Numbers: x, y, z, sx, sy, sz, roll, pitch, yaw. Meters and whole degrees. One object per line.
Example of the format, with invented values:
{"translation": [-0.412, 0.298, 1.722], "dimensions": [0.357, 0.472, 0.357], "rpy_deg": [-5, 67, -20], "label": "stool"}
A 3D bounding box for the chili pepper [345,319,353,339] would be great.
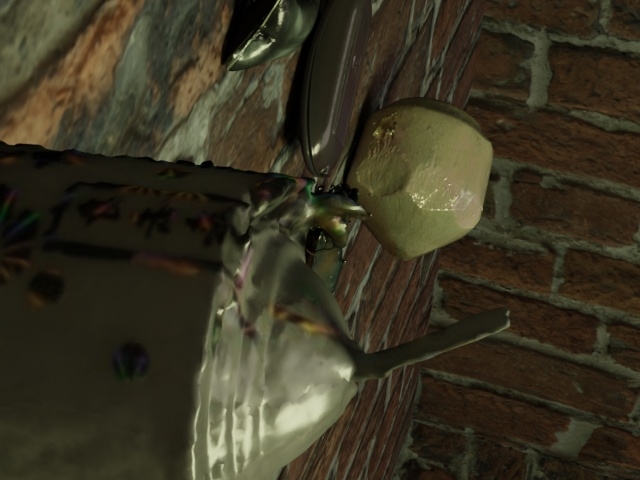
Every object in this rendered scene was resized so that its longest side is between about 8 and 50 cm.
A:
{"translation": [0.023, 0.185, 1.902], "dimensions": [0.191, 0.059, 0.050], "rpy_deg": [-60, 170, -60], "label": "chili pepper"}

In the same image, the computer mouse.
{"translation": [0.011, -0.188, 1.376], "dimensions": [0.120, 0.057, 0.232], "rpy_deg": [35, 67, -78], "label": "computer mouse"}

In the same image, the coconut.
{"translation": [0.145, -0.085, 1.776], "dimensions": [0.224, 0.224, 0.234], "rpy_deg": [83, 26, -62], "label": "coconut"}

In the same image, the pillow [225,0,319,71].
{"translation": [-0.041, -0.197, 1.110], "dimensions": [0.136, 0.055, 0.091], "rpy_deg": [-29, 135, -73], "label": "pillow"}

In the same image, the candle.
{"translation": [-0.080, 0.049, 0.564], "dimensions": [0.187, 0.330, 0.187], "rpy_deg": [7, 90, -80], "label": "candle"}

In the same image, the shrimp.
{"translation": [0.008, 0.002, 1.581], "dimensions": [0.289, 0.075, 0.178], "rpy_deg": [92, 9, -45], "label": "shrimp"}
